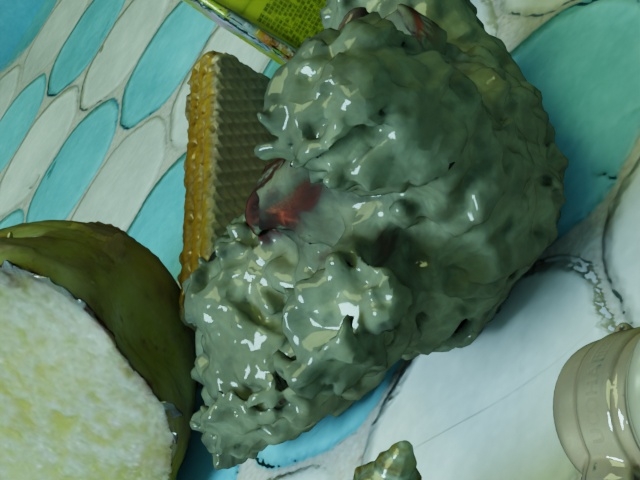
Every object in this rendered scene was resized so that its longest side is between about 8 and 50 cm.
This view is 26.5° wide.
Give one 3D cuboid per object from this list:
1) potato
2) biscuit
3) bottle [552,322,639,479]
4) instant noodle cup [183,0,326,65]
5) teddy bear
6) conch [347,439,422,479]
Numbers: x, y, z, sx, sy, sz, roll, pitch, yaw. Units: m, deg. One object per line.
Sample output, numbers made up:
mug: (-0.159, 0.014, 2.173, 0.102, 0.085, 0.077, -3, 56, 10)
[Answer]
potato: (-0.213, 0.088, 1.153, 0.289, 0.301, 0.237, -33, 17, 30)
biscuit: (-0.079, -0.050, 1.237, 0.054, 0.094, 0.378, -43, 29, 27)
bottle: (0.196, 0.075, 0.612, 0.209, 0.097, 0.110, -22, 40, 52)
instant noodle cup: (-0.018, -0.261, 1.166, 0.200, 0.264, 0.264, -58, 26, 3)
teddy bear: (0.000, 0.000, 0.923, 0.367, 0.224, 0.357, -48, 13, 24)
conch: (0.034, 0.203, 0.747, 0.137, 0.234, 0.114, 8, 38, 29)
